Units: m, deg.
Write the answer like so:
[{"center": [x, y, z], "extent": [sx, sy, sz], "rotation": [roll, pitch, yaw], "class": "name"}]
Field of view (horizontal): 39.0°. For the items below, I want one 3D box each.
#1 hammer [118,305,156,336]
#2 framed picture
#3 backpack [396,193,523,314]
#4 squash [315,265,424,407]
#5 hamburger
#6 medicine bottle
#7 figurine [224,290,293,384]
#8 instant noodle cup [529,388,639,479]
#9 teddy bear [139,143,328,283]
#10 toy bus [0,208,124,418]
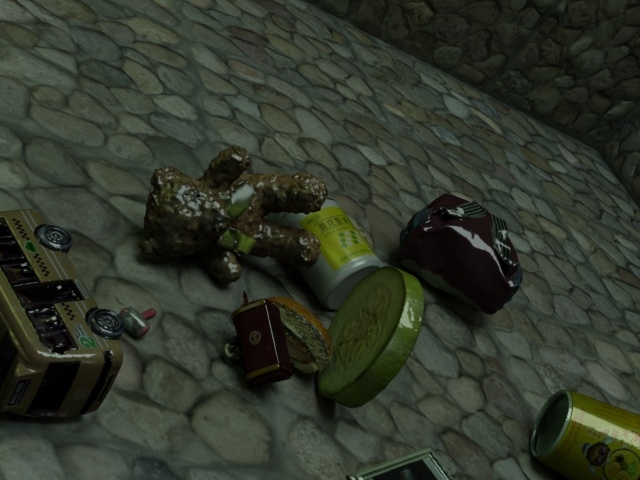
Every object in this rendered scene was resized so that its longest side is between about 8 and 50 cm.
[{"center": [-0.277, 0.120, 1.403], "extent": [0.052, 0.031, 0.083], "rotation": [44, 18, 6], "class": "hammer"}, {"center": [0.196, 0.464, 1.435], "extent": [0.231, 0.018, 0.293], "rotation": [-3, 48, -50], "class": "framed picture"}, {"center": [0.339, 0.007, 2.081], "extent": [0.283, 0.197, 0.317], "rotation": [36, 27, 2], "class": "backpack"}, {"center": [0.080, 0.154, 1.515], "extent": [0.049, 0.252, 0.252], "rotation": [29, 29, -19], "class": "squash"}, {"center": [-0.046, 0.143, 1.551], "extent": [0.176, 0.087, 0.102], "rotation": [30, 26, 8], "class": "hamburger"}, {"center": [0.000, 0.000, 1.769], "extent": [0.143, 0.143, 0.258], "rotation": [0, 44, -48], "class": "medicine bottle"}, {"center": [-0.109, 0.157, 1.457], "extent": [0.082, 0.098, 0.154], "rotation": [44, 28, -68], "class": "figurine"}, {"center": [0.546, 0.401, 1.754], "extent": [0.236, 0.215, 0.215], "rotation": [27, 29, -4], "class": "instant noodle cup"}, {"center": [-0.145, -0.043, 1.585], "extent": [0.296, 0.246, 0.222], "rotation": [8, 10, 4], "class": "teddy bear"}, {"center": [-0.387, 0.096, 1.195], "extent": [0.157, 0.139, 0.289], "rotation": [-5, 48, -46], "class": "toy bus"}]
